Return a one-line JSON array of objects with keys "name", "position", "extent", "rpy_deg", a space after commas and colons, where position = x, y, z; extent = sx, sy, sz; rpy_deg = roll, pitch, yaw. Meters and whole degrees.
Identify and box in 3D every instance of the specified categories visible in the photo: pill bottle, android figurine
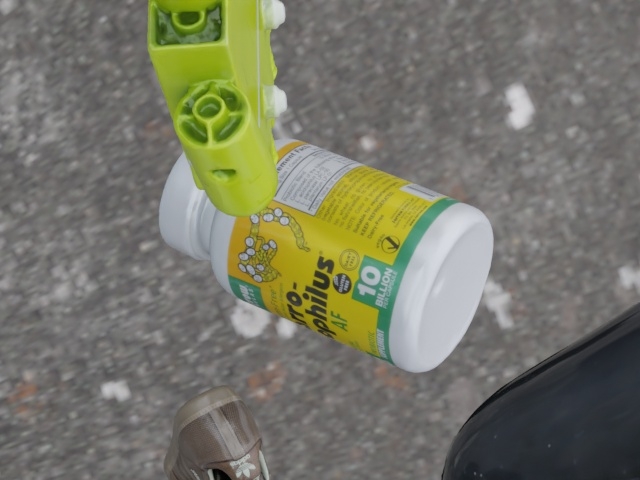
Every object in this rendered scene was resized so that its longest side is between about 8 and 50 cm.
[{"name": "pill bottle", "position": [0.000, 0.000, 1.220], "extent": [0.117, 0.208, 0.117], "rpy_deg": [-46, 149, -39]}, {"name": "android figurine", "position": [-0.056, -0.134, 1.021], "extent": [0.056, 0.273, 0.248], "rpy_deg": [-5, 62, 6]}]

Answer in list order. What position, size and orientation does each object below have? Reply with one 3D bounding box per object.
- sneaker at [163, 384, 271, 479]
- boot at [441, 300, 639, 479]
[{"name": "sneaker", "position": [-0.070, 0.168, 1.286], "extent": [0.066, 0.188, 0.071], "rpy_deg": [-25, 68, -10]}, {"name": "boot", "position": [0.183, -0.129, 0.544], "extent": [0.146, 0.367, 0.445], "rpy_deg": [23, 57, -62]}]
